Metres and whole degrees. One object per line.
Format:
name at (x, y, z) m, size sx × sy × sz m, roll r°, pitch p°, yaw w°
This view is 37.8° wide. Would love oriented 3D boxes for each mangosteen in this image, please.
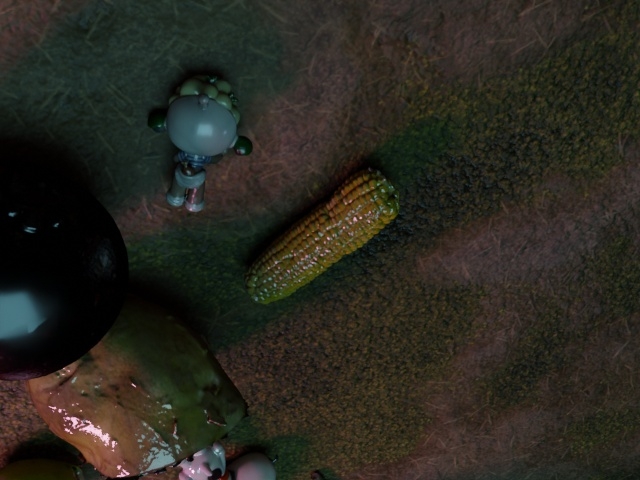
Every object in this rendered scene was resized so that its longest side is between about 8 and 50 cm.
mangosteen at (-0.411, 0.049, 1.205) m, size 0.313 × 0.297 × 0.297 m, roll -38°, pitch 131°, yaw 17°

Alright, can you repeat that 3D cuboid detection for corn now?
corn at (0.000, 0.000, 1.439) m, size 0.292 × 0.101 × 0.101 m, roll -39°, pitch 131°, yaw 13°

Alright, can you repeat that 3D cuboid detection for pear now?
pear at (-0.506, 0.471, 1.597) m, size 0.220 × 0.187 × 0.187 m, roll -18°, pitch 133°, yaw -11°

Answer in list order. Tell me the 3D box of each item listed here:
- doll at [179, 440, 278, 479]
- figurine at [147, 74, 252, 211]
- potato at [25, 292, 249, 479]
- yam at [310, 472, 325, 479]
doll at (-0.211, 0.454, 1.741) m, size 0.271 × 0.144 × 0.208 m, roll 29°, pitch 94°, yaw -39°
figurine at (-0.166, -0.135, 1.275) m, size 0.147 × 0.093 × 0.197 m, roll 16°, pitch 133°, yaw -4°
potato at (-0.289, 0.193, 1.419) m, size 0.289 × 0.301 × 0.237 m, roll -25°, pitch 110°, yaw -30°
yam at (0.036, 0.547, 1.969) m, size 0.027 × 0.029 × 0.234 m, roll -8°, pitch 139°, yaw 24°
